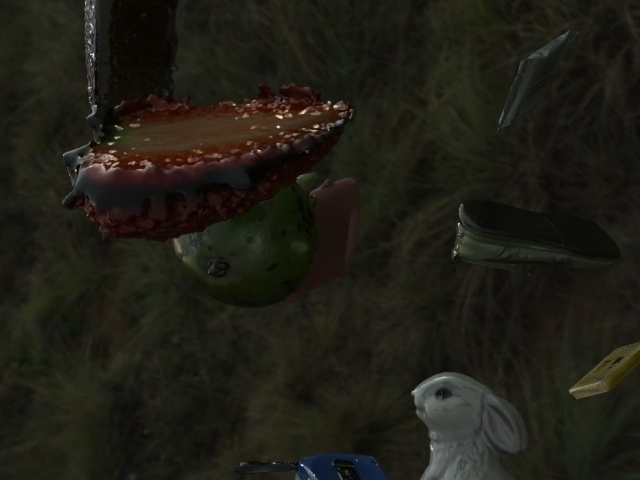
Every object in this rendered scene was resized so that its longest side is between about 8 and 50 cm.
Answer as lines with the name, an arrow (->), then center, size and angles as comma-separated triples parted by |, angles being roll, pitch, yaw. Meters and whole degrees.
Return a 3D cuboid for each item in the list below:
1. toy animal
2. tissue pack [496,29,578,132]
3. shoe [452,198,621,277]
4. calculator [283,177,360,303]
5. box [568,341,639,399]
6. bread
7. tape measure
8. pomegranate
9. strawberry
toy animal -> 0.289, 0.418, 1.734 | 0.257, 0.194, 0.357 | -10, 81, 32
tissue pack -> 0.327, -0.247, 1.441 | 0.026, 0.193, 0.123 | 32, 130, 20
shoe -> 0.333, 0.008, 1.469 | 0.103, 0.274, 0.098 | -90, 13, -50
calculator -> 0.000, 0.000, 2.119 | 0.048, 0.220, 0.330 | 43, 142, 35
box -> 0.452, 0.197, 1.456 | 0.020, 0.149, 0.073 | 60, 145, 2
bread -> -0.230, -0.358, 1.164 | 0.165, 0.113, 0.417 | -117, 30, -49
tape measure -> -0.008, 0.555, 2.144 | 0.215, 0.351, 0.098 | -132, 51, -64
pomegranate -> -0.091, -0.019, 1.320 | 0.211, 0.263, 0.211 | 12, 120, 21
strawberry -> -0.112, -0.070, 1.023 | 0.306, 0.138, 0.233 | -1, 31, 4
